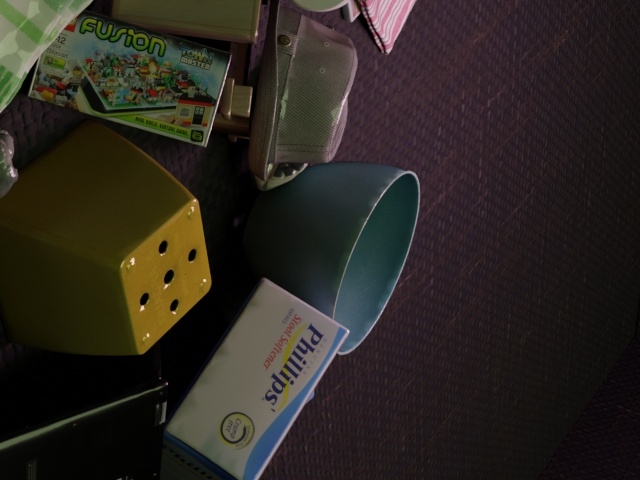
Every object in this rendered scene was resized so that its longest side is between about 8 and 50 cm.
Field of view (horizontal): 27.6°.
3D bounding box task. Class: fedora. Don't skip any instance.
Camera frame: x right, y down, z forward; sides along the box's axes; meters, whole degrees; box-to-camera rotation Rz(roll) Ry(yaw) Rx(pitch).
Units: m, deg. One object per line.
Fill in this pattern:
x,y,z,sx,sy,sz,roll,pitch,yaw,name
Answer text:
-0.020,-0.203,1.710,0.243,0.124,0.275,99,-3,-45,fedora

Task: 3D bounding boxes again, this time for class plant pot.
-0.250,0.015,1.540,0.212,0.187,0.212,-46,144,-39,plant pot
0.000,0.000,1.951,0.290,0.195,0.290,-55,158,-35,plant pot

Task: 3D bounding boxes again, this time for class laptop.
-0.318,0.299,1.646,0.408,0.236,0.381,-17,125,-40,laptop

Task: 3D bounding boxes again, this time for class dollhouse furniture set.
-0.157,-0.301,1.669,0.355,0.174,0.303,130,-32,-86,dollhouse furniture set

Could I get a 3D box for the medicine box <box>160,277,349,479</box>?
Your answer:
-0.111,0.232,1.850,0.263,0.149,0.289,-57,178,-24,medicine box

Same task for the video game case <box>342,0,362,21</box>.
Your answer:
0.068,-0.440,2.003,0.143,0.019,0.157,-52,148,-31,video game case

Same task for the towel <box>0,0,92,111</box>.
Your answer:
-0.356,-0.160,1.105,0.325,0.038,0.248,-54,138,0,towel

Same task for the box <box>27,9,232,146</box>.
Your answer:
-0.215,-0.188,1.476,0.036,0.207,0.114,-130,-125,-79,box

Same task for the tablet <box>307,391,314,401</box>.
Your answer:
-0.034,0.270,2.285,0.083,0.006,0.054,-32,135,-48,tablet

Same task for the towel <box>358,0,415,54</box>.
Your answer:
0.121,-0.395,2.085,0.144,0.029,0.197,-61,159,-9,towel

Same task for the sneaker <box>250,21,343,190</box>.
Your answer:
-0.043,-0.197,1.902,0.110,0.107,0.275,131,-17,-69,sneaker

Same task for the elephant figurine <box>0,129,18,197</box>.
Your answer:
-0.411,-0.124,1.236,0.169,0.186,0.239,-24,132,4,elephant figurine

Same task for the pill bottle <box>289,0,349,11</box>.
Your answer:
-0.001,-0.355,1.632,0.216,0.121,0.121,-89,-174,-68,pill bottle
